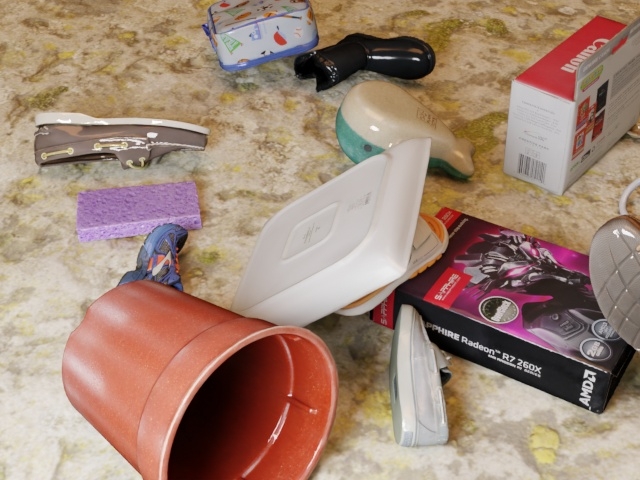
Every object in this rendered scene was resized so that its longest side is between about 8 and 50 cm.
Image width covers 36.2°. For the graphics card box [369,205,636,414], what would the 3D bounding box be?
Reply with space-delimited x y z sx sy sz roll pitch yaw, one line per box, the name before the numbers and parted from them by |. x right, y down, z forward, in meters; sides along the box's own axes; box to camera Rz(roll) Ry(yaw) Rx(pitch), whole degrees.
graphics card box | 0.289 0.092 1.461 0.371 0.094 0.233 22 42 25

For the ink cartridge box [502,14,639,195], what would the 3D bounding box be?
ink cartridge box | 0.481 -0.283 1.802 0.130 0.272 0.309 27 48 31

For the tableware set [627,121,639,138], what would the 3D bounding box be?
tableware set | 0.636 -0.248 1.982 0.141 0.020 0.169 -22 42 -27

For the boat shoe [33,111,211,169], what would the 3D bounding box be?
boat shoe | -0.366 -0.178 1.813 0.324 0.096 0.116 3 -4 -3

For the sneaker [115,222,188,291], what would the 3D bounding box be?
sneaker | -0.249 0.059 1.525 0.087 0.083 0.221 19 44 3

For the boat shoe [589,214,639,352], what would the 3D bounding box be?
boat shoe | 0.470 0.092 1.323 0.123 0.324 0.116 -22 22 38

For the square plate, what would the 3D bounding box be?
square plate | 0.000 0.000 1.450 0.344 0.049 0.347 -29 25 30

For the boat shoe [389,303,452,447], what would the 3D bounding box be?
boat shoe | 0.140 0.186 1.349 0.081 0.079 0.227 7 46 -5

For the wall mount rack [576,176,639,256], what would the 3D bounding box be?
wall mount rack | 0.580 -0.034 1.566 0.350 0.130 0.304 21 72 52

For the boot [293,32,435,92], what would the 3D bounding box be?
boot | 0.090 -0.368 2.070 0.246 0.094 0.207 19 36 34

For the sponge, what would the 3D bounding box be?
sponge | -0.315 -0.053 1.699 0.210 0.031 0.117 -7 37 -9

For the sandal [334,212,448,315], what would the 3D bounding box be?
sandal | 0.101 0.014 1.429 0.102 0.076 0.265 18 40 31

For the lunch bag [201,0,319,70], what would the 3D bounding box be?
lunch bag | -0.136 -0.471 2.153 0.243 0.115 0.303 -18 27 0

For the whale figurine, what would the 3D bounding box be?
whale figurine | 0.153 -0.182 1.823 0.272 0.141 0.216 24 37 -9

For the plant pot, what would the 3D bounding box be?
plant pot | -0.165 0.185 1.213 0.272 0.272 0.265 -30 38 -35
